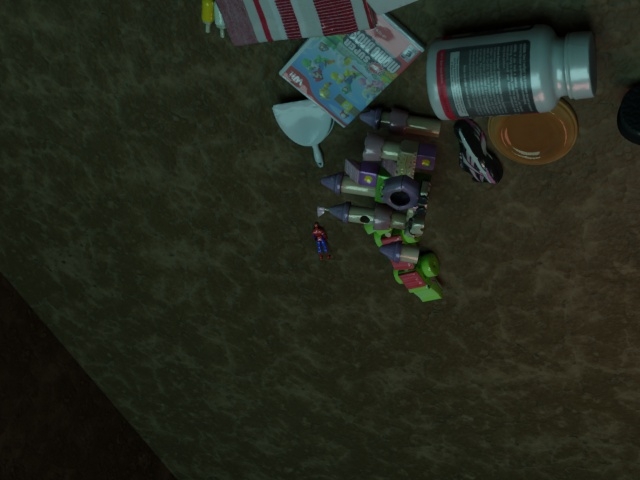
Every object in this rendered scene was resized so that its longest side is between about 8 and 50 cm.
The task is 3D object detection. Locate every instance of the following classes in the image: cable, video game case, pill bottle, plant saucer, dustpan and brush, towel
[{"bbox_3d":[-0.216,-0.580,1.827,0.139,0.072,0.287,3,134,17],"label":"cable"},{"bbox_3d":[0.066,-0.404,1.889,0.204,0.025,0.285,38,130,-14],"label":"video game case"},{"bbox_3d":[0.389,-0.343,1.716,0.318,0.176,0.176,-1,132,25],"label":"pill bottle"},{"bbox_3d":[0.470,-0.244,1.879,0.200,0.037,0.200,13,135,13],"label":"plant saucer"},{"bbox_3d":[-0.023,-0.260,2.076,0.147,0.060,0.211,-7,123,12],"label":"dustpan and brush"},{"bbox_3d":[-0.067,-0.512,1.762,0.329,0.037,0.237,-2,144,18],"label":"towel"}]

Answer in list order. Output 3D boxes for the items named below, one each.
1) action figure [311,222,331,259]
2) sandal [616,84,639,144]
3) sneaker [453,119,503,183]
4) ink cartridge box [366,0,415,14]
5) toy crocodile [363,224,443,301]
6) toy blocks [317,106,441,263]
[{"bbox_3d":[0.000,0.000,2.334,0.038,0.030,0.115,-3,126,19],"label":"action figure"},{"bbox_3d":[0.826,-0.213,1.693,0.445,0.168,0.107,17,162,18],"label":"sandal"},{"bbox_3d":[0.347,-0.197,1.959,0.077,0.072,0.178,-9,123,44],"label":"sneaker"},{"bbox_3d":[0.091,-0.583,1.534,0.117,0.201,0.278,-11,148,32],"label":"ink cartridge box"},{"bbox_3d":[0.224,0.044,2.221,0.115,0.105,0.340,-10,128,32],"label":"toy crocodile"},{"bbox_3d":[0.122,-0.123,1.951,0.260,0.309,0.289,10,135,6],"label":"toy blocks"}]
